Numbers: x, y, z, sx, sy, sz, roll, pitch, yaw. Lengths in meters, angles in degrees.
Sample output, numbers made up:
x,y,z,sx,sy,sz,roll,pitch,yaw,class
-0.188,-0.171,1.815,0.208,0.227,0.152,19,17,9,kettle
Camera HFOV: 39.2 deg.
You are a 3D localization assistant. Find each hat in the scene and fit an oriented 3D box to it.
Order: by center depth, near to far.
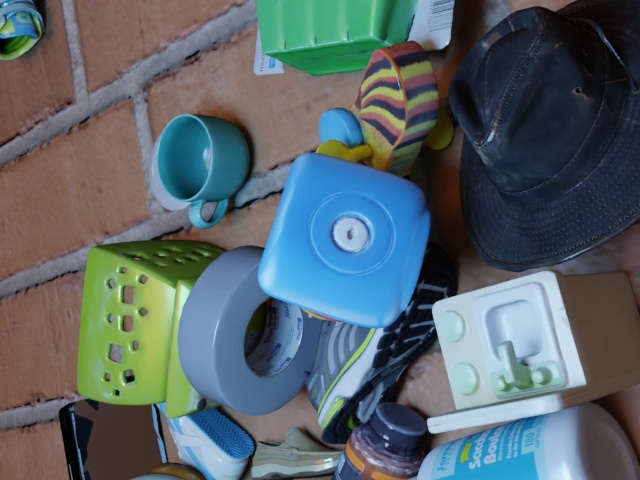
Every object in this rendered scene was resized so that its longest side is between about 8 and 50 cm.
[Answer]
x,y,z,sx,sy,sz,roll,pitch,yaw,class
0.215,-0.140,0.920,0.331,0.134,0.331,-35,41,38,hat

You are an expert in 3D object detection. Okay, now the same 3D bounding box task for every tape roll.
x,y,z,sx,sy,sz,roll,pitch,yaw,class
-0.086,0.119,1.208,0.072,0.219,0.219,12,99,39,tape roll

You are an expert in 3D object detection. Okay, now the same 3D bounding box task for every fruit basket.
x,y,z,sx,sy,sz,roll,pitch,yaw,class
0.056,-0.391,1.148,0.327,0.165,0.353,1,76,41,fruit basket

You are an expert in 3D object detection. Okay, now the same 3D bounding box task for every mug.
x,y,z,sx,sy,sz,roll,pitch,yaw,class
-0.174,-0.110,1.362,0.129,0.097,0.157,32,112,36,mug

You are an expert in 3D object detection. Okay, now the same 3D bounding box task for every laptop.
x,y,z,sx,sy,sz,roll,pitch,yaw,class
-0.367,0.393,1.598,0.264,0.136,0.234,146,114,-64,laptop

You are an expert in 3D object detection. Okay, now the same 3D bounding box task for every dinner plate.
x,y,z,sx,sy,sz,roll,pitch,yaw,class
-0.243,-0.119,1.477,0.141,0.017,0.141,0,90,40,dinner plate

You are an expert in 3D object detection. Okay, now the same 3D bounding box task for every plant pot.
x,y,z,sx,sy,sz,roll,pitch,yaw,class
-0.194,0.129,1.308,0.207,0.227,0.228,13,100,35,plant pot

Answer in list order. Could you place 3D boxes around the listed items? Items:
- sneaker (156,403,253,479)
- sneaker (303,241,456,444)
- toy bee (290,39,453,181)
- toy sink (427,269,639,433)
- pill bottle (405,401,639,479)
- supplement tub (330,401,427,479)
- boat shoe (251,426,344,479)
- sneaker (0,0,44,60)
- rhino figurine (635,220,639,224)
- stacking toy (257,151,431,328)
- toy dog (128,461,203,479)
x,y,z,sx,sy,sz,roll,pitch,yaw,class
-0.201,0.293,1.402,0.229,0.087,0.092,41,120,36,sneaker
0.061,0.118,1.159,0.121,0.111,0.300,49,116,39,sneaker
0.082,-0.101,1.106,0.195,0.298,0.162,-28,77,-9,toy bee
0.217,0.107,0.933,0.153,0.234,0.131,-22,77,40,toy sink
0.208,0.281,1.001,0.264,0.146,0.146,-29,72,37,pill bottle
0.069,0.308,1.151,0.106,0.106,0.198,35,113,35,supplement tub
-0.032,0.299,1.271,0.190,0.068,0.072,-17,68,40,boat shoe
-0.586,-0.491,1.703,0.208,0.127,0.319,40,125,36,sneaker
0.317,-0.052,0.926,0.243,0.106,0.073,-44,63,33,rhino figurine
0.013,0.038,1.076,0.302,0.166,0.175,114,173,-70,stacking toy
-0.172,0.466,1.203,0.408,0.284,0.395,12,140,47,toy dog
